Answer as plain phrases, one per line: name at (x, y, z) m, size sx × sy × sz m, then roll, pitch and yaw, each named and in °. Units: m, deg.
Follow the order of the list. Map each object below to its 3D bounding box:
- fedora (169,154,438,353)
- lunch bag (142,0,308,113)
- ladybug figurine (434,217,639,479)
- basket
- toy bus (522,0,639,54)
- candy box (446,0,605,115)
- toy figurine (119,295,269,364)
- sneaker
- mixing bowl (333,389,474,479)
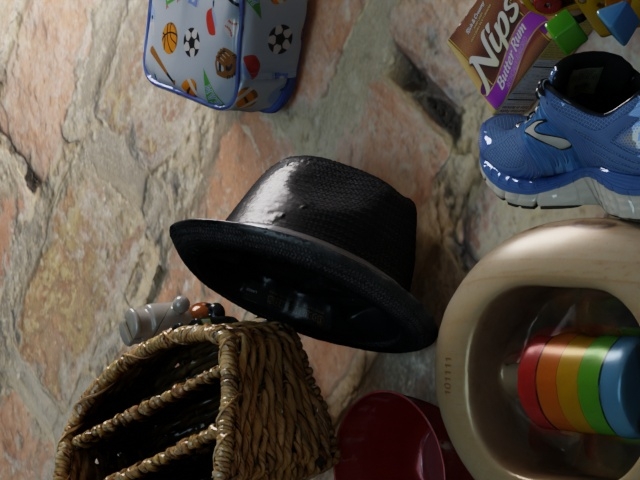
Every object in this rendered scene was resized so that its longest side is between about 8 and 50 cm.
fedora at (0.000, 0.000, 2.055) m, size 0.334 × 0.334 × 0.153 m, roll 2°, pitch 63°, yaw 50°
lunch bag at (-0.118, -0.316, 2.253) m, size 0.243 × 0.115 × 0.303 m, roll 27°, pitch 113°, yaw 49°
ladybug figurine at (0.287, 0.132, 1.730) m, size 0.449 × 0.162 × 0.305 m, roll 6°, pitch 95°, yaw 56°
basket at (-0.170, 0.210, 2.052) m, size 0.299 × 0.223 × 0.213 m, roll -27°, pitch 79°, yaw 37°
toy bus at (0.276, -0.245, 1.750) m, size 0.191 × 0.104 × 0.202 m, roll -45°, pitch 40°, yaw -3°
candy box at (0.217, -0.230, 1.900) m, size 0.187 × 0.053 × 0.109 m, roll -52°, pitch 54°, yaw 36°
toy figurine at (-0.147, 0.176, 2.294) m, size 0.209 × 0.148 × 0.213 m, roll 12°, pitch 103°, yaw 55°
sneaker at (0.256, -0.111, 1.755) m, size 0.330 × 0.129 × 0.147 m, roll 7°, pitch 115°, yaw 62°
mixing bowl at (0.108, 0.250, 2.017) m, size 0.181 × 0.098 × 0.181 m, roll 2°, pitch 93°, yaw 51°
